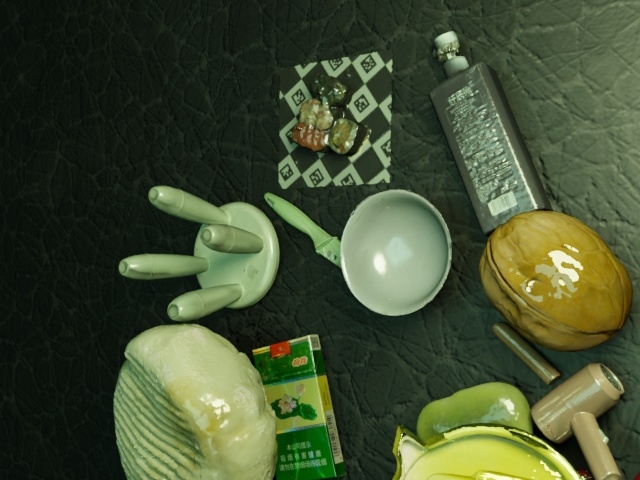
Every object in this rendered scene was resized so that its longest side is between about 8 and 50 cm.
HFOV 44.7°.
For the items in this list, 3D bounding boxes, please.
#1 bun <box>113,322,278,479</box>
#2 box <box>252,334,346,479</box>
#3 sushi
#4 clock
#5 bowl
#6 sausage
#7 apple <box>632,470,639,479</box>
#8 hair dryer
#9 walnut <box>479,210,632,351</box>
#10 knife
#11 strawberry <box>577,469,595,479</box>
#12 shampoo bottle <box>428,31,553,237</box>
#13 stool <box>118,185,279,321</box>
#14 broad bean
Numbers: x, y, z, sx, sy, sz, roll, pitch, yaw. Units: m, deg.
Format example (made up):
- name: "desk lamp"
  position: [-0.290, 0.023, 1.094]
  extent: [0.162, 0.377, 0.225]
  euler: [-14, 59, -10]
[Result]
- name: "bun"
  position: [-0.195, 0.317, 1.299]
  extent: [0.365, 0.219, 0.365]
  euler: [16, 111, 48]
- name: "box"
  position: [-0.039, 0.287, 1.319]
  extent: [0.132, 0.034, 0.235]
  euler: [-18, 77, 34]
- name: "sushi"
  position: [0.008, -0.201, 1.303]
  extent: [0.231, 0.047, 0.219]
  euler: [-1, 87, 35]
- name: "clock"
  position: [0.212, 0.378, 1.001]
  extent: [0.294, 0.071, 0.277]
  euler: [11, 69, 28]
- name: "bowl"
  position: [0.130, 0.018, 1.185]
  extent: [0.189, 0.086, 0.189]
  euler: [-1, 88, 33]
- name: "sausage"
  position: [0.289, 0.157, 1.103]
  extent: [0.116, 0.026, 0.026]
  euler: [46, 112, 28]
- name: "apple"
  position: [0.522, 0.365, 0.844]
  extent: [0.329, 0.295, 0.365]
  euler: [34, 126, -9]
- name: "hair dryer"
  position: [0.349, 0.252, 0.992]
  extent: [0.117, 0.064, 0.181]
  euler: [-45, 30, 24]
- name: "walnut"
  position: [0.303, 0.051, 1.019]
  extent: [0.207, 0.167, 0.167]
  euler: [47, 113, 27]
- name: "knife"
  position: [0.001, 0.000, 1.315]
  extent: [0.293, 0.020, 0.043]
  euler: [36, 106, 30]
- name: "strawberry"
  position: [0.340, 0.355, 1.026]
  extent: [0.096, 0.083, 0.083]
  euler: [-51, 62, 22]
- name: "shampoo bottle"
  position: [0.231, -0.165, 1.131]
  extent: [0.098, 0.071, 0.309]
  euler: [-28, 73, 32]
- name: "stool"
  position: [-0.202, 0.027, 1.349]
  extent: [0.195, 0.199, 0.195]
  euler: [34, 109, 30]
- name: "broad bean"
  position: [0.216, 0.273, 1.114]
  extent: [0.174, 0.082, 0.124]
  euler: [-19, 75, 34]
